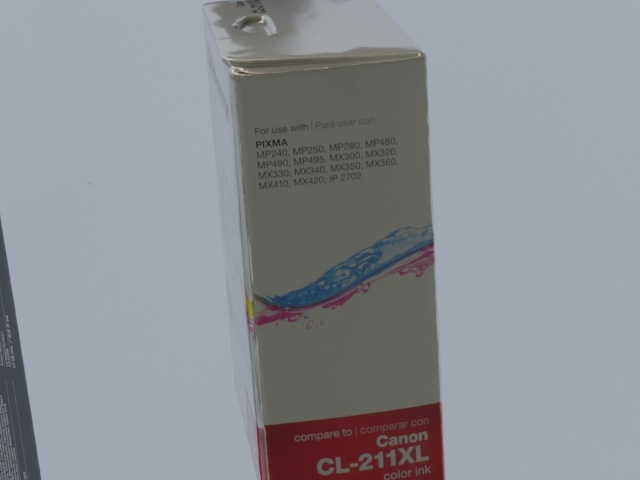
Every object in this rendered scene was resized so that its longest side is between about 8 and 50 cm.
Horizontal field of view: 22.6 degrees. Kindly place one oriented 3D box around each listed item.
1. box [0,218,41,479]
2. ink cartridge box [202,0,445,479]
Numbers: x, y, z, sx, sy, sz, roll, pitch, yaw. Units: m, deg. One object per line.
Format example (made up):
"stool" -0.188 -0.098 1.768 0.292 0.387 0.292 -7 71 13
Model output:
"box" -0.279 0.091 1.042 0.103 0.184 0.261 -15 -105 16
"ink cartridge box" 0.000 0.000 0.628 0.072 0.127 0.175 -6 -70 -6
